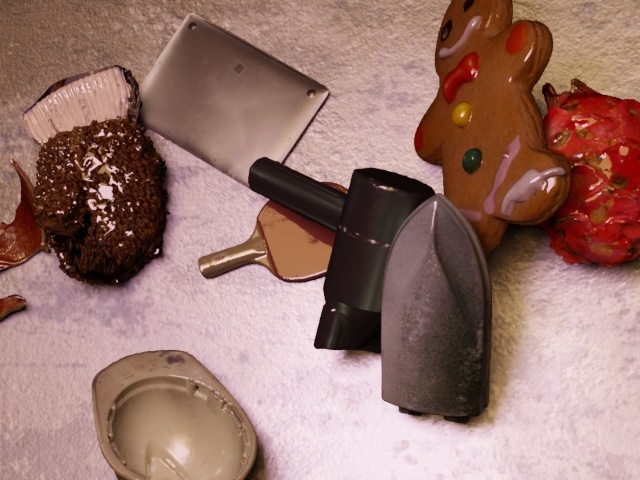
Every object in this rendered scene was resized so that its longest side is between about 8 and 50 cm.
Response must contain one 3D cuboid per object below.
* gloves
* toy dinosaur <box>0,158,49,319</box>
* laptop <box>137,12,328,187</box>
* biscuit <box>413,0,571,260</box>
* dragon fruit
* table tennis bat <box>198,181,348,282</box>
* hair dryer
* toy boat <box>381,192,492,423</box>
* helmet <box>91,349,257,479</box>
[{"bbox_3d":[-0.323,-0.088,1.982,0.210,0.135,0.312,-15,75,-20],"label":"gloves"},{"bbox_3d":[-0.541,0.043,2.022,0.327,0.113,0.207,-21,70,10],"label":"toy dinosaur"},{"bbox_3d":[-0.141,-0.206,2.042,0.269,0.015,0.188,32,84,21],"label":"laptop"},{"bbox_3d":[0.201,-0.174,1.818,0.283,0.064,0.432,-43,41,47],"label":"biscuit"},{"bbox_3d":[0.358,-0.096,1.784,0.210,0.205,0.268,-22,61,11],"label":"dragon fruit"},{"bbox_3d":[-0.055,0.000,1.958,0.246,0.022,0.138,-18,71,7],"label":"table tennis bat"},{"bbox_3d":[0.000,0.000,1.881,0.302,0.116,0.244,28,108,38],"label":"hair dryer"},{"bbox_3d":[0.147,0.087,1.751,0.141,0.092,0.320,7,119,16],"label":"toy boat"},{"bbox_3d":[-0.202,0.284,1.851,0.204,0.137,0.258,-12,47,-27],"label":"helmet"}]
